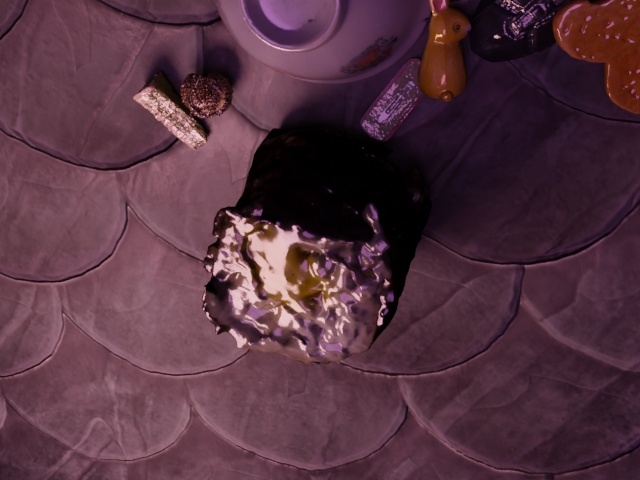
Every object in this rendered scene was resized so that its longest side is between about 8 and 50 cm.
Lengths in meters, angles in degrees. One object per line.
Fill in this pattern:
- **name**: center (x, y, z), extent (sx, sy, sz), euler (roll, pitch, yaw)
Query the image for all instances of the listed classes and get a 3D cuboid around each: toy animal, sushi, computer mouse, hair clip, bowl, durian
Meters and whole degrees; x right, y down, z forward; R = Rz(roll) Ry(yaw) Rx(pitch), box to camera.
- **toy animal**: center (0.172, -0.278, 1.283), extent (0.070, 0.083, 0.159), euler (0, 113, 1)
- **sushi**: center (-0.001, 0.002, 1.380), extent (0.299, 0.294, 0.281), euler (8, 122, 12)
- **computer mouse**: center (0.280, -0.304, 1.248), extent (0.192, 0.062, 0.106), euler (-30, 108, 31)
- **hair clip**: center (0.115, -0.207, 1.379), extent (0.054, 0.022, 0.137), euler (36, 114, -7)
- **bowl**: center (-0.022, -0.348, 1.260), extent (0.345, 0.157, 0.346), euler (8, 121, 13)
- **durian**: center (-0.176, -0.227, 1.432), extent (0.080, 0.091, 0.080), euler (-14, 126, -20)

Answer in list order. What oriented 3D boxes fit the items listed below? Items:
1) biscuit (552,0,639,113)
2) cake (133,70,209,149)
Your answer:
- **biscuit**: center (0.482, -0.313, 1.181), extent (0.216, 0.047, 0.339), euler (41, 116, -19)
- **cake**: center (-0.234, -0.207, 1.489), extent (0.051, 0.055, 0.140), euler (-27, 126, 28)
